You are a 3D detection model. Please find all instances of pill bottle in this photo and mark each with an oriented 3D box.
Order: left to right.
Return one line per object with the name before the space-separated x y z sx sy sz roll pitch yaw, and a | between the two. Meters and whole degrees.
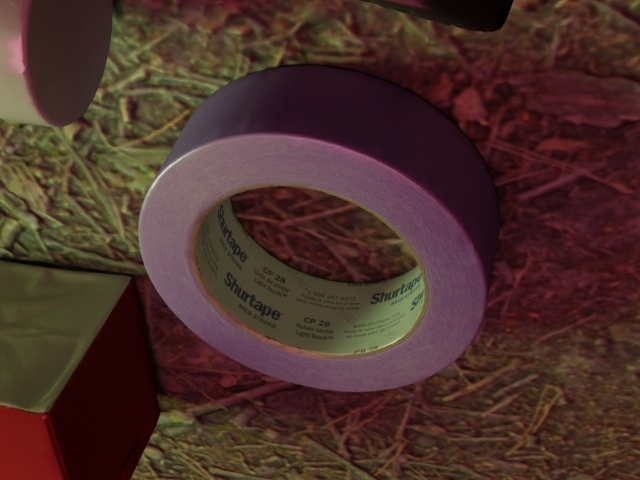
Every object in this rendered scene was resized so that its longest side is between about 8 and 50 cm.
pill bottle | -0.300 -0.165 0.686 0.283 0.160 0.160 10 135 10

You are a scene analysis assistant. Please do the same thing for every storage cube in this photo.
storage cube | -0.280 0.153 0.957 0.184 0.215 0.193 8 128 13

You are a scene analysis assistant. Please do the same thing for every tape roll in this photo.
tape roll | 0.000 0.000 0.794 0.275 0.090 0.274 10 136 10

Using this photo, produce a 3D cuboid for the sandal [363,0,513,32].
sandal | -0.091 -0.235 0.577 0.446 0.167 0.107 16 110 -4
